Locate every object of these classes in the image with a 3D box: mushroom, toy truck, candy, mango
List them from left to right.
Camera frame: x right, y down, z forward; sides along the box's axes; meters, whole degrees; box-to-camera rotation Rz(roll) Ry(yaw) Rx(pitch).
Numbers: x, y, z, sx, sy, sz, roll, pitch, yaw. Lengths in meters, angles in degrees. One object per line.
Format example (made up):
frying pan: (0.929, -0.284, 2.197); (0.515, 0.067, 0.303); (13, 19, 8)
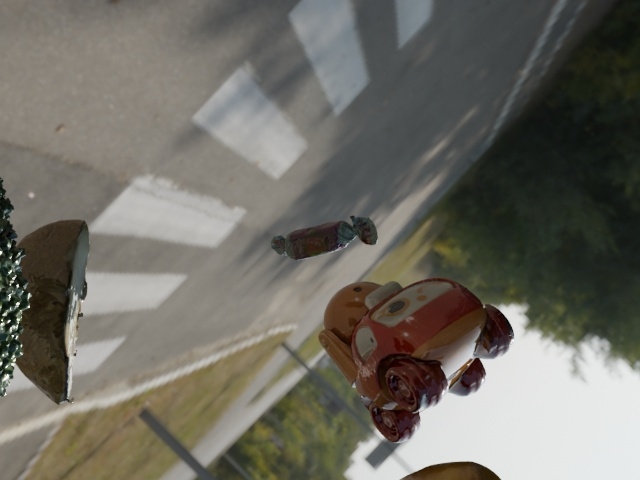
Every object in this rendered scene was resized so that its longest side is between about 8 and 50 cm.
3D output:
mushroom: (-0.305, 0.072, 1.229); (0.072, 0.094, 0.210); (61, 33, -73)
candy: (0.000, 0.000, 1.534); (0.175, 0.045, 0.043); (-13, -171, 36)
toy truck: (0.112, 0.133, 1.564); (0.189, 0.239, 0.265); (-30, 160, -27)
mango: (0.133, 0.311, 1.257); (0.147, 0.109, 0.227); (-39, -176, -17)

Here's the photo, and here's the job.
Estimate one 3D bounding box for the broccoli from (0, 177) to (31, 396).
broccoli: (-0.399, 0.027, 0.934); (0.249, 0.302, 0.375); (112, -14, -62)
